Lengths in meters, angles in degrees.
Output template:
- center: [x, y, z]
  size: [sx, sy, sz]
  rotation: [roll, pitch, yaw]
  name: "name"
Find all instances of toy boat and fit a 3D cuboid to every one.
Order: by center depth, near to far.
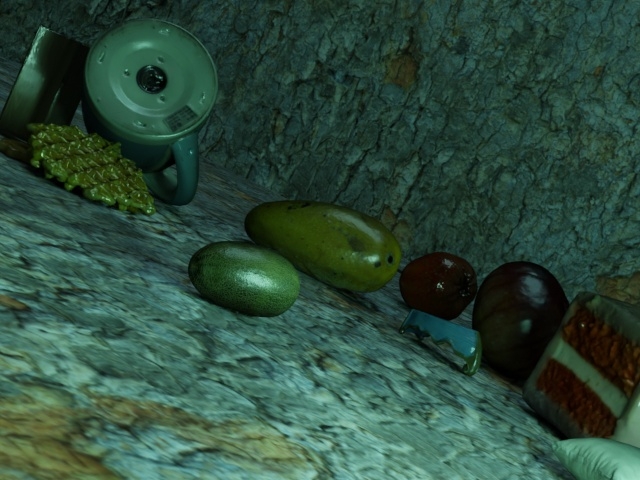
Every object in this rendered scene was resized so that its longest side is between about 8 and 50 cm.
- center: [0.218, 0.180, 1.928]
  size: [0.075, 0.077, 0.185]
  rotation: [20, -2, -40]
  name: "toy boat"

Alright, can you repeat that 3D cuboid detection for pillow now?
- center: [0.427, 0.317, 1.382]
  size: [0.254, 0.078, 0.144]
  rotation: [25, 5, -17]
  name: "pillow"

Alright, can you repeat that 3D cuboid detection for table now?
- center: [-0.535, -0.298, 2.163]
  size: [0.167, 0.226, 0.167]
  rotation: [25, 5, -2]
  name: "table"

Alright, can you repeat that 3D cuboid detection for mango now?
- center: [0.003, -0.004, 2.193]
  size: [0.330, 0.175, 0.176]
  rotation: [26, -40, 9]
  name: "mango"

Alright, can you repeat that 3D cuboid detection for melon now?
- center: [-0.101, 0.050, 1.457]
  size: [0.162, 0.099, 0.099]
  rotation: [19, 8, -31]
  name: "melon"

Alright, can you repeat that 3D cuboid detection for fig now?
- center: [0.388, 0.158, 2.121]
  size: [0.235, 0.235, 0.214]
  rotation: [23, -31, -31]
  name: "fig"

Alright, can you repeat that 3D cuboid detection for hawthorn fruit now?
- center: [0.224, 0.083, 2.477]
  size: [0.165, 0.165, 0.285]
  rotation: [22, 1, -38]
  name: "hawthorn fruit"

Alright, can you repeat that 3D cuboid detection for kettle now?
- center: [-0.338, -0.221, 2.166]
  size: [0.319, 0.247, 0.342]
  rotation: [60, -23, 8]
  name: "kettle"

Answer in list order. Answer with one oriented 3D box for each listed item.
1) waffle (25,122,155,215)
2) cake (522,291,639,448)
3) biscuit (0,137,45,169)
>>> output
- center: [-0.399, -0.128, 1.899]
  size: [0.238, 0.058, 0.243]
  rotation: [25, 18, -38]
  name: "waffle"
- center: [0.499, 0.240, 1.702]
  size: [0.230, 0.237, 0.309]
  rotation: [20, 9, -21]
  name: "cake"
- center: [-0.488, -0.144, 1.951]
  size: [0.184, 0.027, 0.133]
  rotation: [23, 7, -24]
  name: "biscuit"
